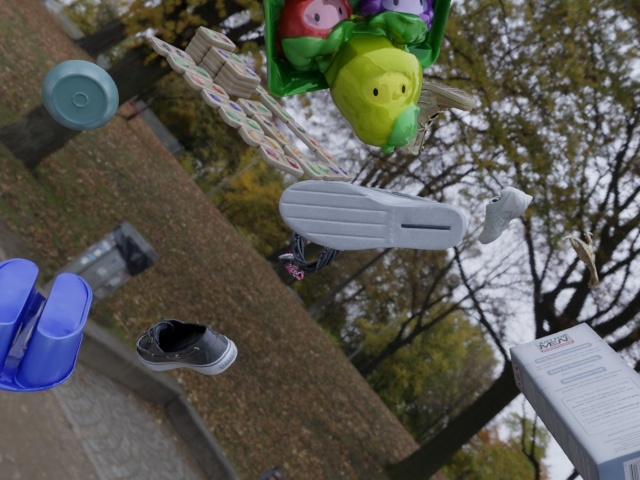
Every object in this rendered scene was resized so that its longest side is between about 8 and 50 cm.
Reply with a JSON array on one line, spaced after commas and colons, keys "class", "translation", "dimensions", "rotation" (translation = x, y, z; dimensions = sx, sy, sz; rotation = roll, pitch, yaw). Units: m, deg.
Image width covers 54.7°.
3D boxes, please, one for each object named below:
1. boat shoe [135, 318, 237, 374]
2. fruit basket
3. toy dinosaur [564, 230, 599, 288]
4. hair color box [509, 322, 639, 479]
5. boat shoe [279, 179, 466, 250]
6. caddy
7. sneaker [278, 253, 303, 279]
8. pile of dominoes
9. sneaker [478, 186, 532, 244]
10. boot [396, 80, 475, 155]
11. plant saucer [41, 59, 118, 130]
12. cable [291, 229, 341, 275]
[{"class": "boat shoe", "translation": [-0.223, 0.154, 0.943], "dimensions": [0.228, 0.080, 0.076], "rotation": [0, -45, 46]}, {"class": "fruit basket", "translation": [0.081, -0.363, 1.143], "dimensions": [0.392, 0.392, 0.283], "rotation": [47, -27, 29]}, {"class": "toy dinosaur", "translation": [0.550, 0.020, 1.287], "dimensions": [0.183, 0.053, 0.093], "rotation": [51, 26, -33]}, {"class": "hair color box", "translation": [0.548, 0.329, 1.248], "dimensions": [0.374, 0.185, 0.114], "rotation": [-108, 180, -66]}, {"class": "boat shoe", "translation": [0.090, -0.036, 1.125], "dimensions": [0.335, 0.121, 0.119], "rotation": [10, 4, -4]}, {"class": "caddy", "translation": [-0.650, 0.194, 1.374], "dimensions": [0.241, 0.179, 0.341], "rotation": [21, 20, -20]}, {"class": "sneaker", "translation": [-0.084, 0.081, 1.867], "dimensions": [0.119, 0.047, 0.057], "rotation": [38, 43, -48]}, {"class": "pile of dominoes", "translation": [-0.072, -0.171, 0.768], "dimensions": [0.251, 0.040, 0.196], "rotation": [46, 21, 14]}, {"class": "sneaker", "translation": [0.340, -0.050, 1.185], "dimensions": [0.061, 0.054, 0.152], "rotation": [35, -40, 5]}, {"class": "boot", "translation": [0.298, -0.332, 1.718], "dimensions": [0.262, 0.095, 0.204], "rotation": [28, -66, 40]}, {"class": "plant saucer", "translation": [-0.393, -0.233, 1.015], "dimensions": [0.119, 0.119, 0.021], "rotation": [60, 2, -35]}, {"class": "cable", "translation": [0.000, 0.000, 1.418], "dimensions": [0.047, 0.150, 0.185], "rotation": [50, 32, -45]}]
